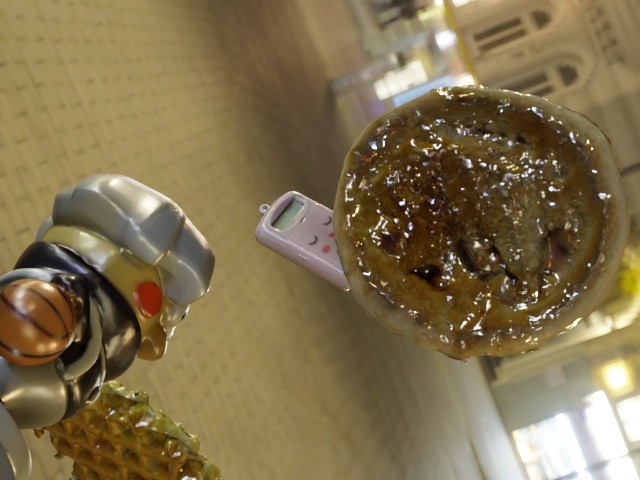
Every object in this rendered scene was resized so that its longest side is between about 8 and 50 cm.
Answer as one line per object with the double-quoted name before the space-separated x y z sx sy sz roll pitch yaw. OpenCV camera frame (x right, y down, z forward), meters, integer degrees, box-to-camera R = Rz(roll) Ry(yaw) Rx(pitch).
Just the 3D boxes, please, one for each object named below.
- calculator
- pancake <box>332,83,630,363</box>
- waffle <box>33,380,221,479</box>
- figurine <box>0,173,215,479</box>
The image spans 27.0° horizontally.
"calculator" 0.000 0.000 1.643 0.100 0.175 0.032 -53 168 -46
"pancake" 0.184 -0.026 1.555 0.065 0.356 0.356 45 25 -73
"waffle" -0.297 0.321 2.015 0.325 0.302 0.068 47 49 -8
"figurine" -0.173 0.051 0.906 0.133 0.176 0.236 43 48 0
